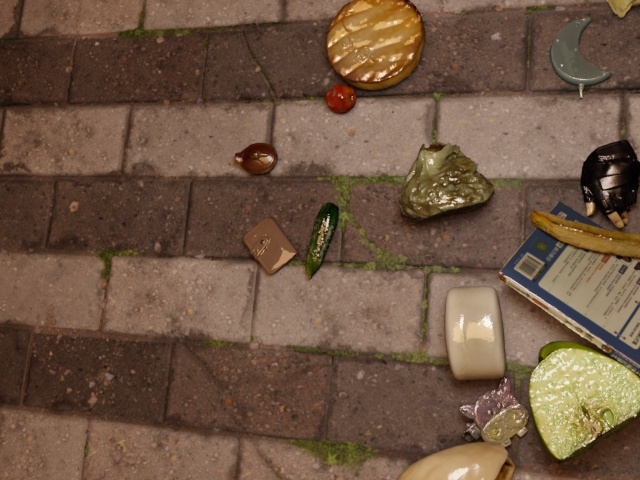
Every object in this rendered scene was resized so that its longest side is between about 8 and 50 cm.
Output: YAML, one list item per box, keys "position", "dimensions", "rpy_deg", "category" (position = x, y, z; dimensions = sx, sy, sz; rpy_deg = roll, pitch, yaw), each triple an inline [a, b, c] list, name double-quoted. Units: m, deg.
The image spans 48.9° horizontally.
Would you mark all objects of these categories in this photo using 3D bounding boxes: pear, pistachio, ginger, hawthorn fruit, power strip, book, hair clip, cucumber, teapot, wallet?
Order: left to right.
- position: [-0.192, -0.247, 2.104]
  dimensions: [0.129, 0.078, 0.098]
  rpy_deg: [1, 80, 17]
  category: "teapot"
- position: [-0.149, 0.016, 2.064]
  dimensions: [0.118, 0.039, 0.153]
  rpy_deg: [-40, 73, 4]
  category: "wallet"
- position: [0.000, 0.000, 2.009]
  dimensions: [0.069, 0.069, 0.227]
  rpy_deg: [17, 87, 19]
  category: "cucumber"
- position: [0.058, -0.415, 2.067]
  dimensions: [0.093, 0.093, 0.093]
  rpy_deg: [-3, 79, 16]
  category: "hawthorn fruit"
- position: [0.327, 0.605, 1.742]
  dimensions: [0.318, 0.214, 0.193]
  rpy_deg: [-27, 117, 0]
  category: "pistachio"
- position: [0.442, 0.457, 1.799]
  dimensions: [0.187, 0.056, 0.146]
  rpy_deg: [-35, 79, 5]
  category: "hair clip"
- position: [0.617, 0.373, 1.710]
  dimensions: [0.292, 0.159, 0.292]
  rpy_deg: [-3, 76, 13]
  category: "pear"
- position: [0.699, -0.490, 1.906]
  dimensions: [0.137, 0.044, 0.216]
  rpy_deg: [-16, 75, 14]
  category: "power strip"
- position: [0.694, 0.111, 1.730]
  dimensions: [0.428, 0.039, 0.300]
  rpy_deg: [37, 63, 20]
  category: "book"
- position: [0.834, -0.712, 1.892]
  dimensions: [0.122, 0.115, 0.193]
  rpy_deg: [-14, 67, -8]
  category: "ginger"

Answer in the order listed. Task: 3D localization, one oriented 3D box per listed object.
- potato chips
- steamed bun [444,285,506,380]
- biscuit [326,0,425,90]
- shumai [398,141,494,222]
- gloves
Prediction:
- position: [0.724, -0.006, 1.749]
  dimensions: [0.407, 0.057, 0.080]
  rpy_deg: [9, 44, 5]
  category: "potato chips"
- position: [0.393, 0.234, 1.797]
  dimensions: [0.146, 0.164, 0.242]
  rpy_deg: [-6, 79, 16]
  category: "steamed bun"
- position: [0.161, -0.576, 2.052]
  dimensions: [0.296, 0.102, 0.296]
  rpy_deg: [-4, 75, 15]
  category: "biscuit"
- position: [0.324, -0.166, 1.881]
  dimensions: [0.256, 0.189, 0.218]
  rpy_deg: [-11, 78, 9]
  category: "shumai"
- position: [0.746, -0.133, 1.796]
  dimensions: [0.164, 0.124, 0.203]
  rpy_deg: [-24, 65, 30]
  category: "gloves"
